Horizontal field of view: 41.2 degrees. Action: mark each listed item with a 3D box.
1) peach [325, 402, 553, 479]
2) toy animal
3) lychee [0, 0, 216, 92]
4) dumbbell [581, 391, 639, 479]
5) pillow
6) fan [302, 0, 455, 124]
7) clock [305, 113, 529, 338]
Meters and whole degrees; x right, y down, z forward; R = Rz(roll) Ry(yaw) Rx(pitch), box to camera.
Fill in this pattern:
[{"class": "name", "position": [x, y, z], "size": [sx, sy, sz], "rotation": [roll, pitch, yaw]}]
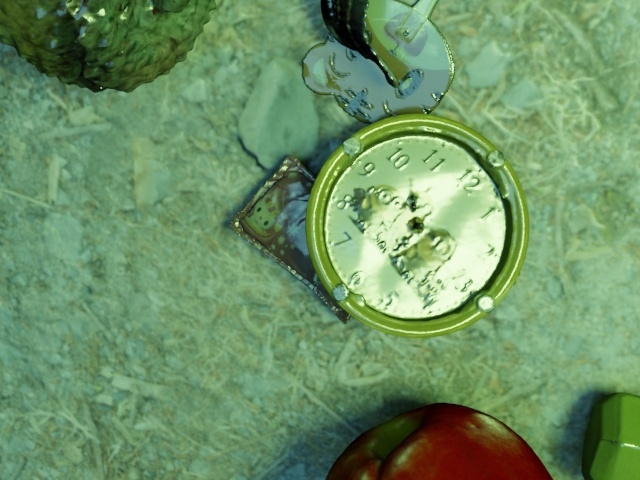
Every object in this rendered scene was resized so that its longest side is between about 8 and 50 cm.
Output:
[{"class": "peach", "position": [0.143, 0.345, 0.887], "size": [0.281, 0.281, 0.338], "rotation": [-23, 95, 18]}, {"class": "toy animal", "position": [0.021, -0.290, 0.833], "size": [0.160, 0.197, 0.272], "rotation": [-35, 133, -1]}, {"class": "lychee", "position": [-0.225, -0.274, 0.820], "size": [0.274, 0.255, 0.255], "rotation": [23, 110, 26]}, {"class": "dumbbell", "position": [0.432, 0.245, 0.886], "size": [0.301, 0.121, 0.108], "rotation": [14, 79, 10]}, {"class": "pillow", "position": [0.000, 0.000, 0.952], "size": [0.185, 0.043, 0.118], "rotation": [43, 106, 2]}, {"class": "fan", "position": [0.091, -0.216, 0.889], "size": [0.152, 0.008, 0.227], "rotation": [37, 111, 1]}, {"class": "clock", "position": [0.100, -0.014, 0.899], "size": [0.236, 0.057, 0.237], "rotation": [0, 89, -1]}]
